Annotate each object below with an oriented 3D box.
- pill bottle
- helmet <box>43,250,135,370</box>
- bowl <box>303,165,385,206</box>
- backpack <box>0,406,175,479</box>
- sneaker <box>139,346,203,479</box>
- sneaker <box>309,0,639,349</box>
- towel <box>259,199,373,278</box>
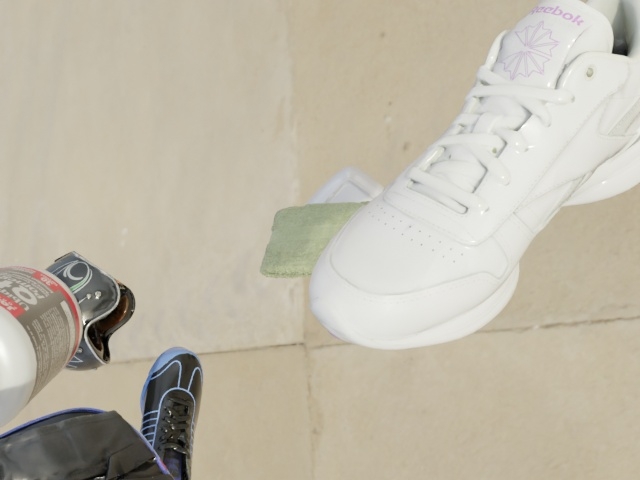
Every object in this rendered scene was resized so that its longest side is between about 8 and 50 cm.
[{"bbox_3d":[-0.423,0.140,0.975,0.318,0.176,0.176,-101,19,-82],"label":"pill bottle"},{"bbox_3d":[-0.382,0.117,1.230,0.169,0.169,0.162,22,74,49],"label":"helmet"},{"bbox_3d":[0.042,-0.021,1.073,0.142,0.053,0.142,43,90,7],"label":"bowl"},{"bbox_3d":[-0.252,0.296,0.720,0.276,0.263,0.213,54,158,19],"label":"backpack"},{"bbox_3d":[-0.183,0.246,0.956,0.090,0.081,0.232,-8,67,58],"label":"sneaker"},{"bbox_3d":[0.103,-0.058,0.477,0.114,0.305,0.152,30,146,38],"label":"sneaker"},{"bbox_3d":[0.000,0.000,0.964,0.148,0.027,0.110,-4,52,25],"label":"towel"}]
